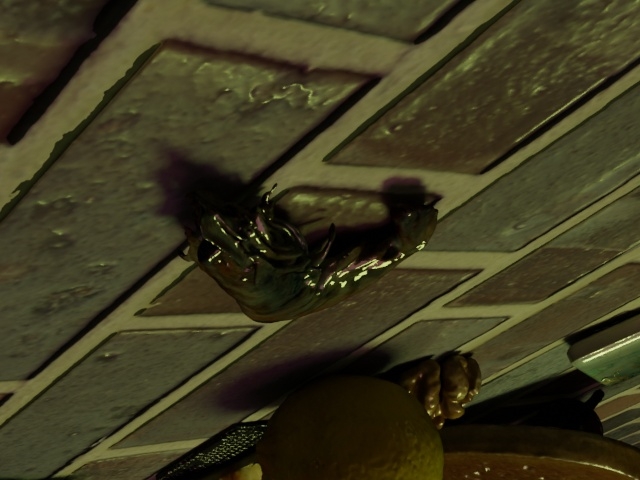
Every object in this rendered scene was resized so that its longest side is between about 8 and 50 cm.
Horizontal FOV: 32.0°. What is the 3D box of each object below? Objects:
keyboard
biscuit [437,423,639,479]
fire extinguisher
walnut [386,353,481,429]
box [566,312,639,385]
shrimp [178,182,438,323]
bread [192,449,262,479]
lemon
[{"bbox_3d":[-0.135,0.267,1.399,0.060,0.018,0.195,5,150,-40],"label":"keyboard"},{"bbox_3d":[0.329,0.370,1.763,0.394,0.070,0.350,2,148,15],"label":"biscuit"},{"bbox_3d":[0.417,0.331,1.888,0.135,0.114,0.337,-48,163,-9],"label":"fire extinguisher"},{"bbox_3d":[0.125,0.197,1.362,0.143,0.069,0.170,-6,154,-24],"label":"walnut"},{"bbox_3d":[0.425,0.148,1.521,0.142,0.044,0.285,-28,158,15],"label":"box"},{"bbox_3d":[0.000,0.000,0.787,0.169,0.058,0.296,-27,162,4],"label":"shrimp"},{"bbox_3d":[-0.048,0.391,1.458,0.263,0.236,0.198,-28,160,21],"label":"bread"},{"bbox_3d":[0.036,0.243,1.227,0.231,0.192,0.192,15,145,-28],"label":"lemon"}]
